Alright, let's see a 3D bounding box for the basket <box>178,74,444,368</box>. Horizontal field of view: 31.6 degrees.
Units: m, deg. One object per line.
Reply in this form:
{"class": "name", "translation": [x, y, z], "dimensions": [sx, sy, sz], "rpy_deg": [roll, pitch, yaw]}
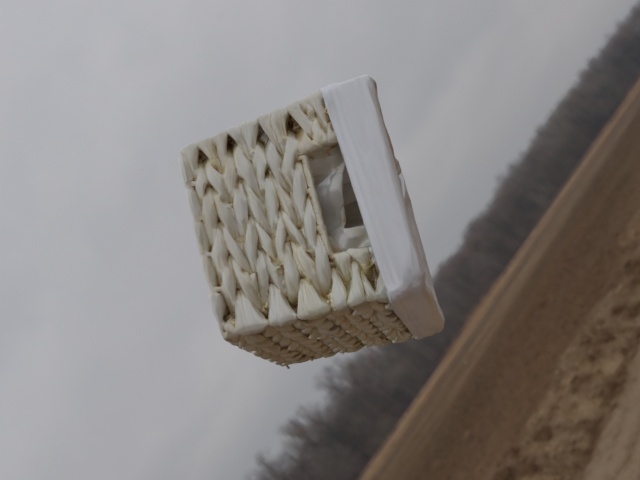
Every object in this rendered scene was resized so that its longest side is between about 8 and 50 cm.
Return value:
{"class": "basket", "translation": [0.000, 0.000, 0.598], "dimensions": [0.103, 0.113, 0.167], "rpy_deg": [-16, -14, 5]}
